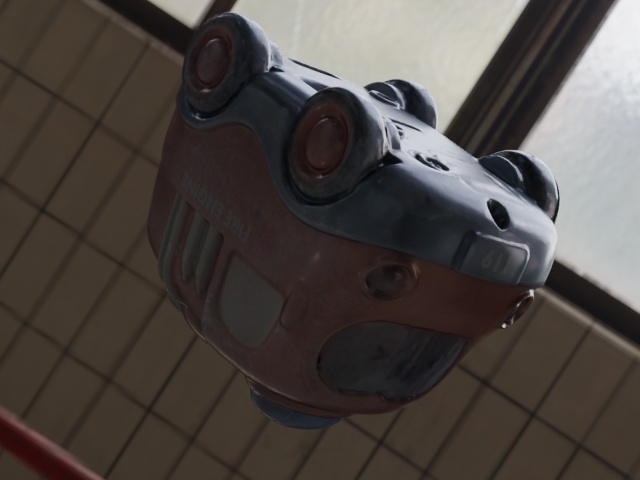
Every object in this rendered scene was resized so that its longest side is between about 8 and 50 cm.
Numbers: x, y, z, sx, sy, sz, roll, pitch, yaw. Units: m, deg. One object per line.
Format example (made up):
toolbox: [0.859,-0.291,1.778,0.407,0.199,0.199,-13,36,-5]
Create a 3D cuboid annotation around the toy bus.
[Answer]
toy bus: [0.000,0.000,0.907,0.197,0.232,0.294,14,19,-43]
